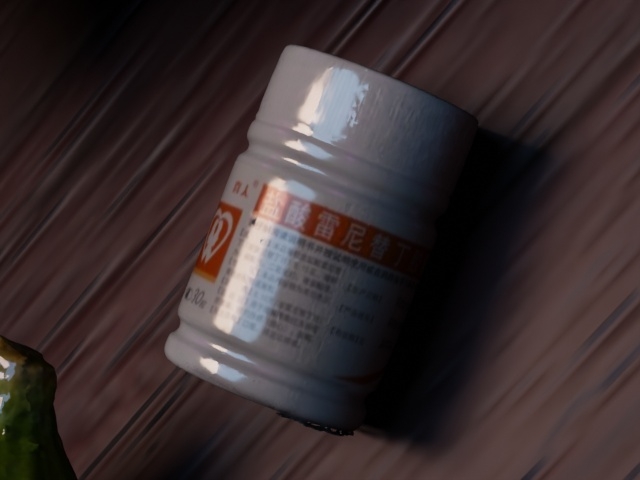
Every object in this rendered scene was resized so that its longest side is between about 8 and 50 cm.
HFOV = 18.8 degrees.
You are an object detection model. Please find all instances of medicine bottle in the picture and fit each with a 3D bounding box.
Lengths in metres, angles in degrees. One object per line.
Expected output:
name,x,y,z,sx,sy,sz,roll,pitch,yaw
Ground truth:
medicine bottle,0.000,0.000,0.503,0.057,0.057,0.089,22,90,38

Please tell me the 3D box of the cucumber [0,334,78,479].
cucumber,-0.118,0.143,0.511,0.134,0.134,0.244,17,84,38
